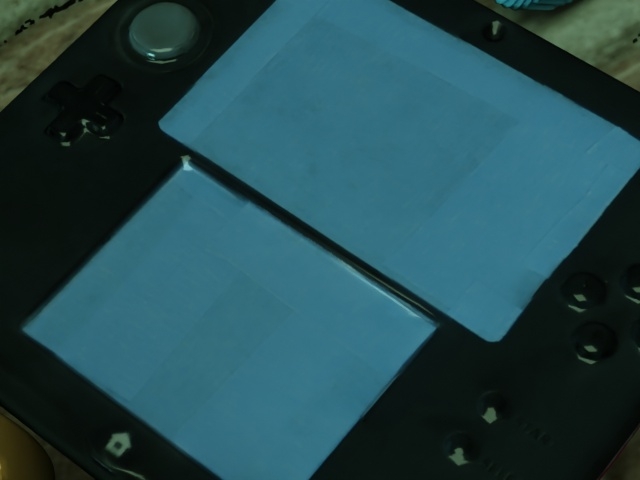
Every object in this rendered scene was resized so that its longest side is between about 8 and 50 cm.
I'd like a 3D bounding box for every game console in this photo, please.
[{"bbox_3d":[0.000,0.000,0.850,0.386,0.060,0.342,33,63,23],"label":"game console"}]

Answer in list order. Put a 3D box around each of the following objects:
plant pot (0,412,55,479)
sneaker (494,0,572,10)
[{"bbox_3d":[-0.259,0.181,0.818,0.291,0.291,0.203,5,62,17],"label":"plant pot"},{"bbox_3d":[0.155,-0.228,0.927,0.092,0.087,0.228,31,77,29],"label":"sneaker"}]
